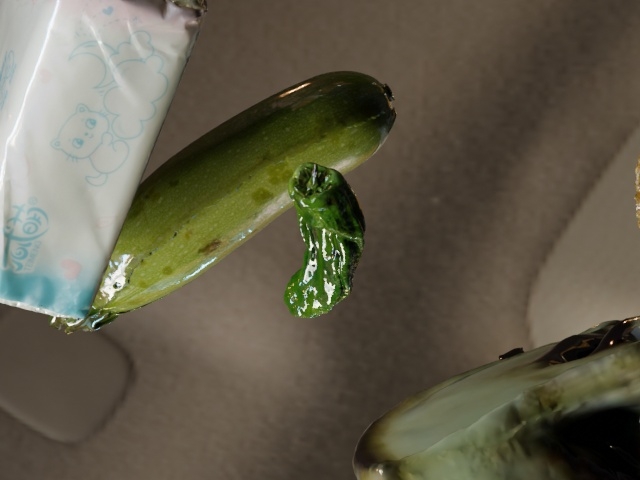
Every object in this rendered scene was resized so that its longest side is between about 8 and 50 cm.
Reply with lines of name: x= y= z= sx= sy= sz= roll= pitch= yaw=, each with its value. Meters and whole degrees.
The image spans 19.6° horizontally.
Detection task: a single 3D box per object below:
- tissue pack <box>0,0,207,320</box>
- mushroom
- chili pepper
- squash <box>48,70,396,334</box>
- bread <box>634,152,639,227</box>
tissue pack: x=-0.185 y=-0.105 z=1.350 sx=0.124 sy=0.201 sz=0.271 roll=14 pitch=-62 yaw=-23
mushroom: x=0.187 y=0.159 z=1.367 sx=0.292 sy=0.217 sz=0.212 roll=-36 pitch=-90 yaw=-5
chili pepper: x=0.001 y=0.000 z=0.852 sx=0.034 sy=0.030 sz=0.091 roll=-11 pitch=-45 yaw=-13
squash: x=-0.090 y=-0.029 z=1.445 sx=0.341 sy=0.094 sz=0.094 roll=-34 pitch=-56 yaw=13
bread: x=0.402 y=-0.039 z=1.872 sx=0.192 sy=0.171 sz=0.314 roll=40 pitch=-141 yaw=-42
